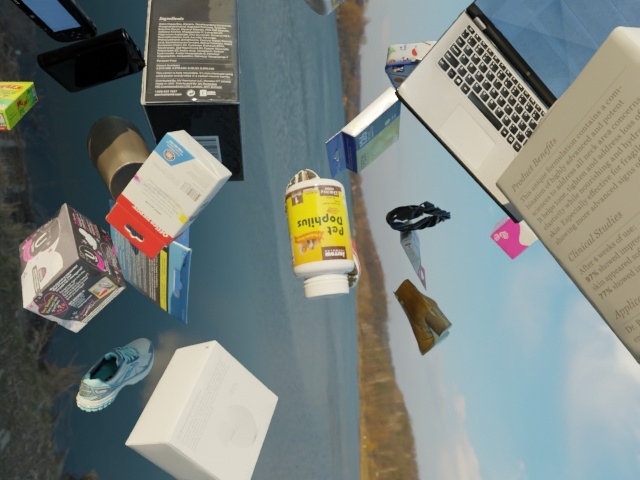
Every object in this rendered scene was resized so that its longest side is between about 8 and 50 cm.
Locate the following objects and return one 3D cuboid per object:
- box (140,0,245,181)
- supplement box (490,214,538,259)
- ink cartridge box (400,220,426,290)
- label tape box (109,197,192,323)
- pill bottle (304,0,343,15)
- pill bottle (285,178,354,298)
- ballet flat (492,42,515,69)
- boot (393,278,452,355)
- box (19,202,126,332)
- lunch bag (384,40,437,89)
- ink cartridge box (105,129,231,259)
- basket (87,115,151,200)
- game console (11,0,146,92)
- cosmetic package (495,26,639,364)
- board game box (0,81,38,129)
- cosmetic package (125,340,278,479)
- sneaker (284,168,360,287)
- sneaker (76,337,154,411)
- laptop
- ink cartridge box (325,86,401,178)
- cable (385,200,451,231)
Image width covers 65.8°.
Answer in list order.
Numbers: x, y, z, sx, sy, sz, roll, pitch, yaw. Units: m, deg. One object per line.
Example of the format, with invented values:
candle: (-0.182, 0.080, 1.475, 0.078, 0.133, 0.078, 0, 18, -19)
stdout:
box: (-0.414, -0.518, 1.714, 0.480, 0.297, 0.472, 106, -21, -67)
supplement box: (0.675, -0.032, 1.714, 0.114, 0.111, 0.220, 46, 25, 6)
ink cartridge box: (0.295, 0.042, 1.496, 0.179, 0.045, 0.145, 57, 20, -16)
label tape box: (-0.456, 0.043, 1.418, 0.115, 0.347, 0.249, -29, 138, -48)
pill bottle: (0.067, -0.774, 1.375, 0.152, 0.272, 0.152, 47, -3, 3)
pill bottle: (0.000, 0.000, 0.941, 0.117, 0.117, 0.215, 66, 16, -78)
ballet flat: (0.715, -0.701, 1.797, 0.147, 0.408, 0.147, 23, 63, -56)
boot: (0.320, 0.247, 1.618, 0.211, 0.104, 0.295, 49, -18, 24)
box: (-0.578, 0.058, 1.140, 0.142, 0.163, 0.247, 48, 0, -44)
lunch bag: (0.394, -0.667, 1.945, 0.303, 0.243, 0.115, 21, 76, -66)
ink cartridge box: (-0.305, -0.089, 0.992, 0.134, 0.231, 0.078, 43, 18, -6)
basket: (-0.510, -0.195, 1.304, 0.227, 0.154, 0.205, 46, -27, 46)
game console: (-0.555, -0.452, 1.089, 0.361, 0.213, 0.044, 64, 8, -77)
cosmetic package: (0.580, -0.081, 0.787, 0.394, 0.327, 0.329, 63, -31, 28)
board game box: (-0.657, -0.277, 1.010, 0.181, 0.092, 0.043, -107, -163, -55)
cosmetic package: (-0.236, 0.372, 1.033, 0.225, 0.138, 0.224, 53, 37, -29)
sneaker: (0.009, -0.022, 1.103, 0.279, 0.107, 0.118, 67, 17, 1)
sneaker: (-0.569, 0.357, 1.416, 0.283, 0.110, 0.122, -54, 163, -60)
laptop: (0.434, -0.317, 0.948, 0.408, 0.382, 0.236, -51, -168, -16)
ink cartridge box: (0.164, -0.364, 1.804, 0.072, 0.307, 0.304, 45, -7, 16)
cable: (0.270, -0.065, 1.379, 0.184, 0.150, 0.047, -28, -119, 57)
